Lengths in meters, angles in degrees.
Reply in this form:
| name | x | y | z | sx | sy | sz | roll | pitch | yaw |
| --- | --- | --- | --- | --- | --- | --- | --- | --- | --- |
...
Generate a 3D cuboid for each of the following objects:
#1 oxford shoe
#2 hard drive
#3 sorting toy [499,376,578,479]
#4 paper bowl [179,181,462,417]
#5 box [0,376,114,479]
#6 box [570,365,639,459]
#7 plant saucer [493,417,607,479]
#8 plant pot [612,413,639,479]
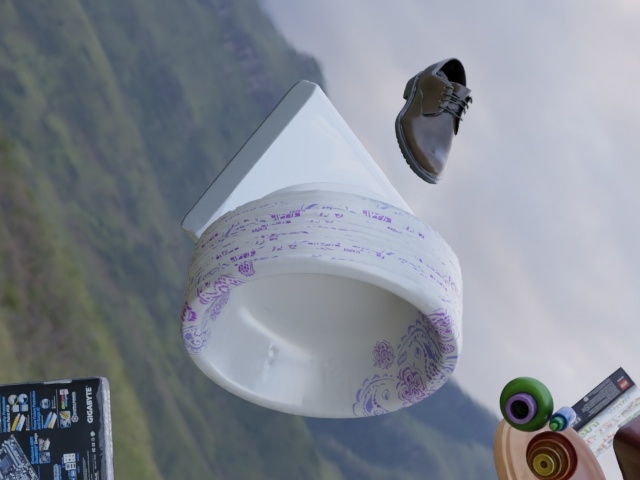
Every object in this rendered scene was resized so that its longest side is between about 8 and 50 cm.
| name | x | y | z | sx | sy | sz | roll | pitch | yaw |
| --- | --- | --- | --- | --- | --- | --- | --- | --- | --- |
| oxford shoe | 0.158 | -0.172 | 1.996 | 0.083 | 0.096 | 0.227 | 32 | 42 | -25 |
| hard drive | 0.000 | 0.000 | 1.833 | 0.047 | 0.233 | 0.353 | 26 | -18 | 45 |
| sorting toy | 0.195 | 0.170 | 1.308 | 0.102 | 0.061 | 0.042 | 60 | 26 | 7 |
| paper bowl | 0.004 | 0.051 | 1.505 | 0.284 | 0.284 | 0.148 | 74 | 17 | -51 |
| box | -0.310 | 0.261 | 1.574 | 0.051 | 0.175 | 0.220 | 80 | 4 | -81 |
| box | 0.363 | 0.269 | 2.026 | 0.114 | 0.207 | 0.036 | 41 | 11 | -51 |
| plant saucer | 0.290 | 0.292 | 1.783 | 0.200 | 0.037 | 0.200 | 30 | 40 | -29 |
| plant pot | 0.422 | 0.238 | 1.330 | 0.236 | 0.267 | 0.267 | 19 | -45 | 60 |
